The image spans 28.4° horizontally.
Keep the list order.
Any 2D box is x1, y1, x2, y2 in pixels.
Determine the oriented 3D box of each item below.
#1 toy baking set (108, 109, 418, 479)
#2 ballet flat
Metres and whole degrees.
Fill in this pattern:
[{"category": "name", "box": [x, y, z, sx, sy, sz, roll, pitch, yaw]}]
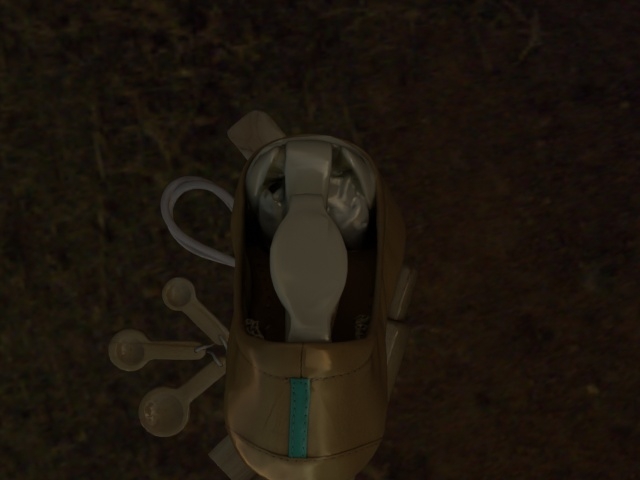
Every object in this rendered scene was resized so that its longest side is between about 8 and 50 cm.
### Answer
[{"category": "toy baking set", "box": [-0.034, 0.052, 0.863, 0.197, 0.030, 0.256, 21, 95, -3]}, {"category": "ballet flat", "box": [0.000, 0.000, 0.528, 0.232, 0.080, 0.073, -94, 3, -55]}]
